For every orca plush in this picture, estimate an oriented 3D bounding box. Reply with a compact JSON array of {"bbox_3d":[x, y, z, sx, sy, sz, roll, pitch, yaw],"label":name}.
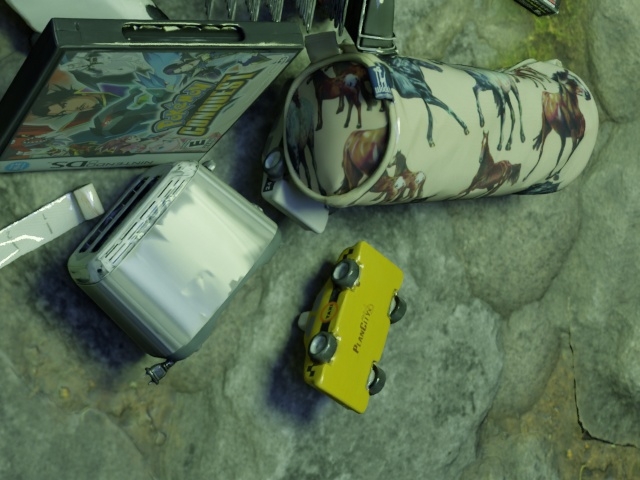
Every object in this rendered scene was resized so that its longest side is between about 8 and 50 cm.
[{"bbox_3d":[-0.208,-0.254,1.410,0.287,0.151,0.102,12,52,-27],"label":"orca plush"}]

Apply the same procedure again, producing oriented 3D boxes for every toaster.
[{"bbox_3d":[-0.161,0.021,1.420,0.146,0.129,0.227,45,71,-19],"label":"toaster"}]

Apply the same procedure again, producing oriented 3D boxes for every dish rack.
[{"bbox_3d":[-0.062,-0.262,1.381,0.272,0.208,0.074,5,110,-9],"label":"dish rack"}]

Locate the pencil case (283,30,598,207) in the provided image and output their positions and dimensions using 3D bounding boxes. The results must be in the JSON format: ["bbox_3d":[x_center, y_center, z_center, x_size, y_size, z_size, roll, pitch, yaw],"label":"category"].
[{"bbox_3d":[0.148,-0.136,1.537,0.410,0.160,0.183,-4,98,-45],"label":"pencil case"}]

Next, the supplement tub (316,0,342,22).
[{"bbox_3d":[-0.006,-0.344,1.519,0.190,0.117,0.117,37,72,-25],"label":"supplement tub"}]

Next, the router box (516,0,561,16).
[{"bbox_3d":[0.264,-0.356,1.726,0.122,0.038,0.092,28,75,-27],"label":"router box"}]

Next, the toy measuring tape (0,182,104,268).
[{"bbox_3d":[-0.340,0.028,1.319,0.330,0.121,0.121,-30,104,-28],"label":"toy measuring tape"}]

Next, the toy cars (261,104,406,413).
[{"bbox_3d":[0.000,0.000,1.540,0.176,0.087,0.393,-16,94,-46],"label":"toy cars"}]

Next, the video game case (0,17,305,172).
[{"bbox_3d":[-0.184,-0.137,1.324,0.248,0.275,0.035,-4,71,-31],"label":"video game case"}]
